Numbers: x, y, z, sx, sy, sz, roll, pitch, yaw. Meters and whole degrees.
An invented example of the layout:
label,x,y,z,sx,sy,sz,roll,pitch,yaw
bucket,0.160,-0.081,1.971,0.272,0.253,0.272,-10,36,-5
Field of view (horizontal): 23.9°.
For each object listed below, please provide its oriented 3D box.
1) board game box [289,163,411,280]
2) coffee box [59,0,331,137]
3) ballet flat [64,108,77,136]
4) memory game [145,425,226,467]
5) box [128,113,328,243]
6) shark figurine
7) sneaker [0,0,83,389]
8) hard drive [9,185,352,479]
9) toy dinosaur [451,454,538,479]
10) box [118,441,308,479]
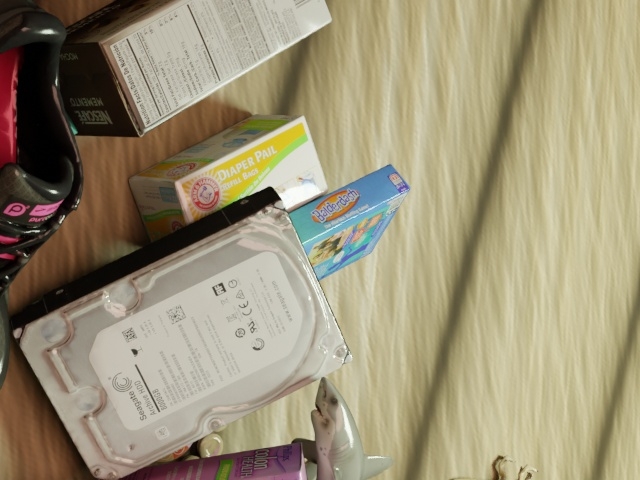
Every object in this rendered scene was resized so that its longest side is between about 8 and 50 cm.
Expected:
label,x,y,z,sx,sy,sz,roll,pitch,yaw
board game box,0.000,0.000,1.903,0.210,0.160,0.047,-28,71,-33
coffee box,-0.159,-0.238,1.745,0.297,0.168,0.119,-35,114,-29
ballet flat,-0.359,-0.191,1.669,0.073,0.080,0.232,-33,114,0
memory game,-0.189,0.226,1.867,0.186,0.012,0.186,-4,97,-37
box,-0.111,-0.067,1.833,0.203,0.114,0.103,-30,111,-30
shark figurine,0.028,0.286,1.871,0.116,0.278,0.166,-15,67,-21
sneaker,-0.358,-0.034,1.553,0.185,0.202,0.482,-15,120,-48
hard drive,-0.157,0.113,1.750,0.339,0.064,0.237,-25,115,-5
toy dinosaur,0.274,0.366,2.211,0.183,0.053,0.092,38,73,-34
box,-0.122,0.373,1.782,0.243,0.117,0.213,-9,99,1
